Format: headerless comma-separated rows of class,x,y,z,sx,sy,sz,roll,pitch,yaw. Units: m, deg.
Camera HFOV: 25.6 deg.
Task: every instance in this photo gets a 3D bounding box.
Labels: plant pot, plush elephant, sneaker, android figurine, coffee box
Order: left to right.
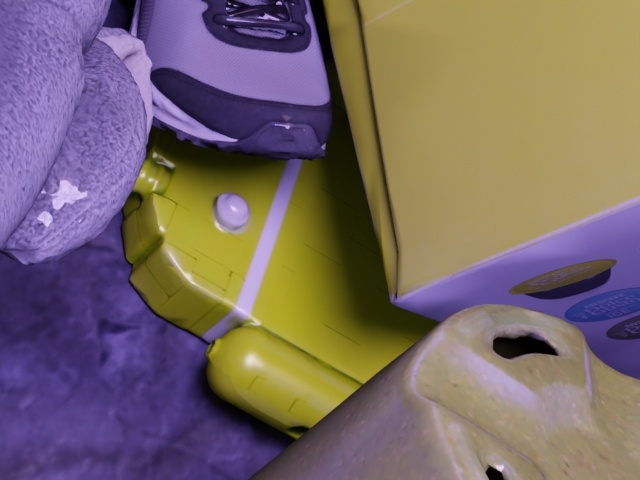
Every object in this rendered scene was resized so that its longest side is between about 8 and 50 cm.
plush elephant,-0.195,-0.080,0.601,0.272,0.255,0.330,34,57,-3
sneaker,-0.054,-0.142,0.760,0.100,0.108,0.271,4,41,-24
android figurine,0.000,0.000,0.803,0.273,0.056,0.248,33,50,-17
plant pot,0.040,0.170,0.543,0.276,0.254,0.276,29,29,-18
coffee box,0.219,-0.142,0.782,0.334,0.338,0.338,22,50,-54
